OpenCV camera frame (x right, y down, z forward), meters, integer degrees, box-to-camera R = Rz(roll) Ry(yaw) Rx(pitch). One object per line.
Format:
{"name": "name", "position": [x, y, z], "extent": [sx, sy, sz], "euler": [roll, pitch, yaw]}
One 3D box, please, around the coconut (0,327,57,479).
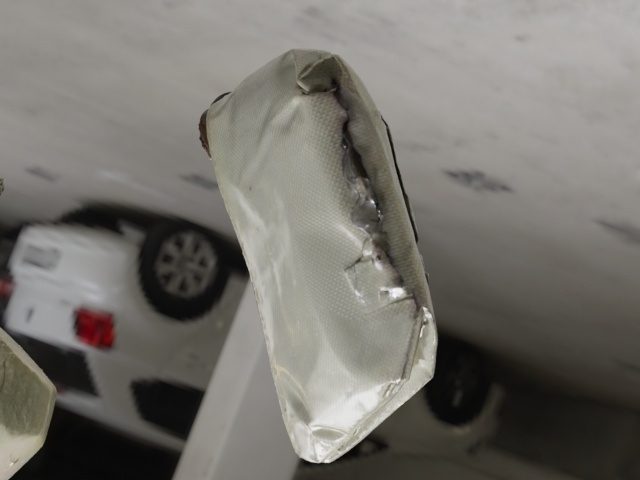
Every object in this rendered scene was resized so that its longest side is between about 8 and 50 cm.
{"name": "coconut", "position": [-0.294, 0.131, 1.215], "extent": [0.161, 0.162, 0.161], "euler": [44, 172, 8]}

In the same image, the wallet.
{"name": "wallet", "position": [-0.003, 0.001, 1.270], "extent": [0.068, 0.335, 0.275], "euler": [-10, 169, -24]}

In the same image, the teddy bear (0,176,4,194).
{"name": "teddy bear", "position": [-0.514, -0.090, 1.996], "extent": [0.256, 0.267, 0.156], "euler": [56, 178, 34]}
